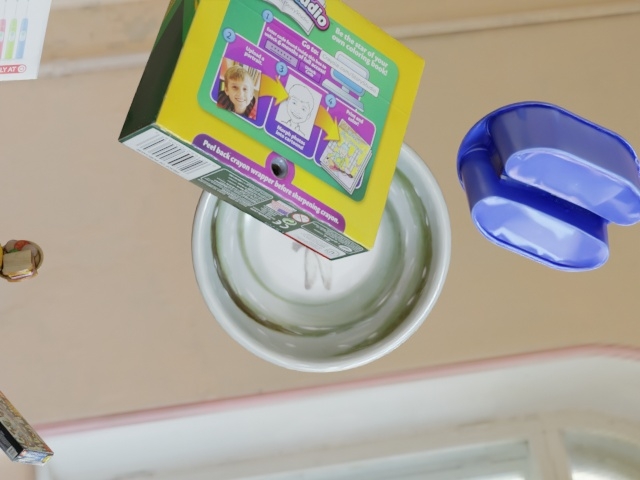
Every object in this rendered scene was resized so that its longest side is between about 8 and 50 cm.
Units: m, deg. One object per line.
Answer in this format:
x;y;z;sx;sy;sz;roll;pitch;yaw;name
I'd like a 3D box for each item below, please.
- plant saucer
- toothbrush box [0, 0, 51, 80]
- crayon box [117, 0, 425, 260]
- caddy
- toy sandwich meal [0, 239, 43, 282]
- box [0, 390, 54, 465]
0.000;0.000;1.850;0.100;0.400;0.401;-120;-156;-80;plant saucer
-0.449;-0.293;1.294;0.283;0.206;0.122;47;-48;35;toothbrush box
-0.052;-0.193;1.598;0.106;0.362;0.313;-15;-128;51;crayon box
0.404;-0.102;2.077;0.241;0.341;0.179;-57;-161;33;caddy
-0.456;0.027;1.783;0.029;0.085;0.086;88;-8;-51;toy sandwich meal
-0.447;0.261;1.686;0.137;0.027;0.094;43;-1;19;box
